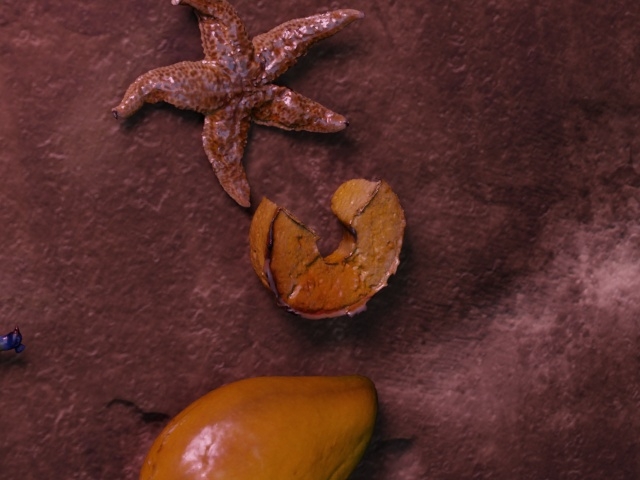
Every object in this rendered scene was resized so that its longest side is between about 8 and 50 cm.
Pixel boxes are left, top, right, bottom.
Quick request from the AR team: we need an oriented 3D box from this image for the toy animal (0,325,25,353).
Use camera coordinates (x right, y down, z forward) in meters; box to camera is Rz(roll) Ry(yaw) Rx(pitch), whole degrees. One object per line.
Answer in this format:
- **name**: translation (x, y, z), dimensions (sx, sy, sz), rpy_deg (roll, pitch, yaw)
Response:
- **toy animal**: translation (-0.391, 0.120, 1.578), dimensions (0.217, 0.041, 0.075), rpy_deg (-26, 112, -16)

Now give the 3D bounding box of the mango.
- **mango**: translation (-0.063, 0.227, 1.731), dimensions (0.317, 0.119, 0.176), rpy_deg (-22, 107, -32)

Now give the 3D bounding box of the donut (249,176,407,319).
- **donut**: translation (0.002, 0.010, 1.737), dimensions (0.181, 0.078, 0.146), rpy_deg (-18, 115, -33)

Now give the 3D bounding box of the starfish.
- **starfish**: translation (-0.077, -0.152, 1.677), dimensions (0.277, 0.062, 0.235), rpy_deg (-25, 112, -19)
